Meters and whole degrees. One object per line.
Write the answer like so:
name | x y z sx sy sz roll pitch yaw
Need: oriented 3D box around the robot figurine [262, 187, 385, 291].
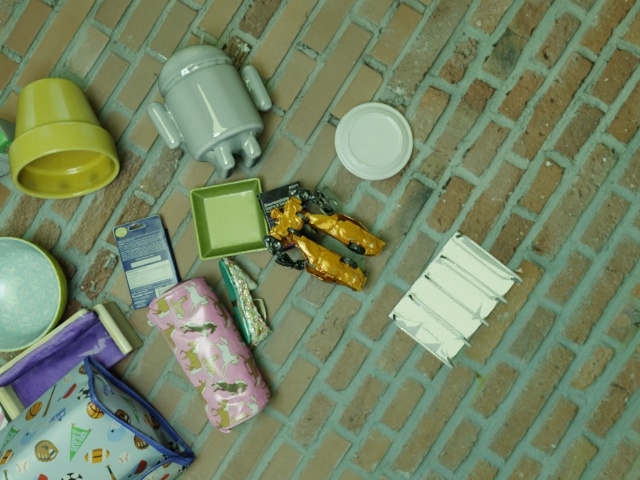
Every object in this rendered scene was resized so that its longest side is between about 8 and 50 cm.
robot figurine | 0.000 0.000 1.592 0.291 0.085 0.211 30 79 -6

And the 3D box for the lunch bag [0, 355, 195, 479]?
lunch bag | -0.540 0.538 1.562 0.328 0.239 0.385 -39 122 -4

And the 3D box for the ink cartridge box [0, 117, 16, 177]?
ink cartridge box | -0.877 -0.221 1.680 0.208 0.153 0.086 -36 85 3

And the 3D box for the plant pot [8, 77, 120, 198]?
plant pot | -0.660 -0.266 1.626 0.254 0.254 0.238 -20 73 5

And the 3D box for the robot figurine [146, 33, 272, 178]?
robot figurine | -0.273 -0.335 1.601 0.300 0.200 0.353 -25 86 -19

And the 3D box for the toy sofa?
toy sofa | -0.655 0.317 1.639 0.363 0.177 0.150 -35 87 3

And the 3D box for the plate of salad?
plate of salad | 0.135 -0.251 1.638 0.200 0.048 0.199 0 87 -5

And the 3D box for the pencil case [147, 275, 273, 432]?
pencil case | -0.273 0.282 1.597 0.167 0.160 0.386 -29 93 25

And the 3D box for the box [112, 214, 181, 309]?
box | -0.452 0.056 1.693 0.137 0.036 0.225 -15 89 4

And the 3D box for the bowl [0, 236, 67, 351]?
bowl | -0.773 0.133 1.663 0.290 0.156 0.289 0 90 5

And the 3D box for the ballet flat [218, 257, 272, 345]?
ballet flat | -0.191 0.151 1.656 0.077 0.091 0.240 -19 92 -25

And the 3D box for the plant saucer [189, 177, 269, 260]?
plant saucer | -0.231 -0.054 1.670 0.188 0.045 0.188 -10 88 5

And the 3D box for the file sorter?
file sorter | 0.326 0.141 1.551 0.193 0.173 0.277 38 92 4

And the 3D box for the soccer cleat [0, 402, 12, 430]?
soccer cleat | -0.848 0.515 1.652 0.109 0.116 0.318 -15 95 44

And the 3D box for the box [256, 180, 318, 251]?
box | -0.082 -0.060 1.640 0.116 0.029 0.162 -20 90 -17
